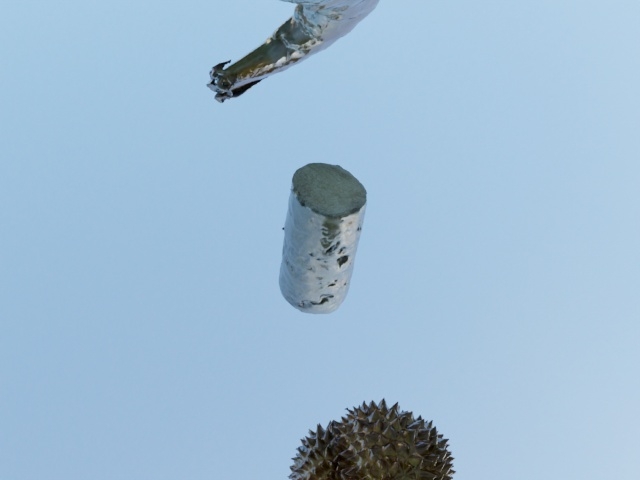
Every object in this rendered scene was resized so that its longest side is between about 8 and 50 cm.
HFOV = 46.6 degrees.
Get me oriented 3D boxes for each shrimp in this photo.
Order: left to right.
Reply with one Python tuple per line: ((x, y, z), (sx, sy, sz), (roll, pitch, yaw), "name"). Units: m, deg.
((-0.030, -0.141, 0.471), (0.049, 0.166, 0.161), (62, -153, 2), "shrimp")

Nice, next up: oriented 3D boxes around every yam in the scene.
((0.000, 0.000, 0.698), (0.078, 0.179, 0.078), (3, -125, -4), "yam")

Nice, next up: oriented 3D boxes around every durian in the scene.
((0.045, 0.219, 0.656), (0.137, 0.158, 0.168), (16, -155, -26), "durian")
